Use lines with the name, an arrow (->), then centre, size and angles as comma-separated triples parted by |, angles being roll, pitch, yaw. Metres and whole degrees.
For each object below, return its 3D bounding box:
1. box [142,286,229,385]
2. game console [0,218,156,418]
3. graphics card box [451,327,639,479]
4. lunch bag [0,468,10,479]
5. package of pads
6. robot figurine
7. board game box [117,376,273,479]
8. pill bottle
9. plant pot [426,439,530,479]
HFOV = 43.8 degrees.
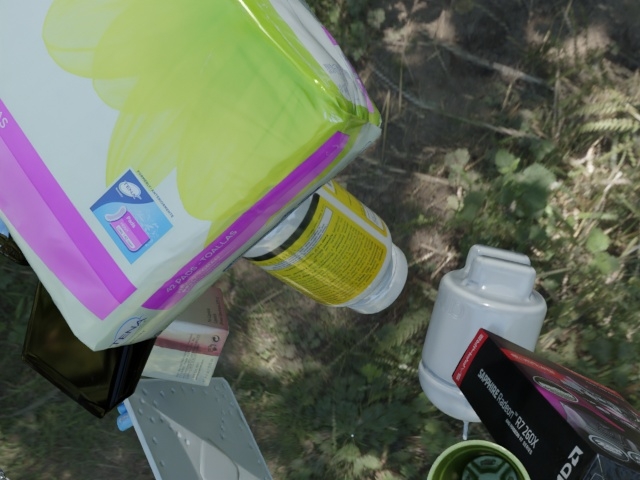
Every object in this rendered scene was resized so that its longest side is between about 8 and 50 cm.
box -> -0.293, 0.146, 1.391 | 0.233, 0.148, 0.126 | 14, 113, -20
game console -> -0.258, -0.010, 0.708 | 0.361, 0.044, 0.213 | 23, 102, 36
graphics card box -> 0.314, 0.239, 0.930 | 0.233, 0.371, 0.094 | 26, 100, -10
lunch bag -> -0.505, 0.306, 0.945 | 0.304, 0.243, 0.114 | 6, 46, 8
package of pads -> -0.128, -0.116, 0.506 | 0.229, 0.101, 0.296 | -41, 79, 17
robot figurine -> 0.301, 0.190, 1.501 | 0.200, 0.300, 0.353 | 13, 106, 6
board game box -> -0.203, 0.438, 1.469 | 0.050, 0.390, 0.389 | -33, 72, 13
pill bottle -> 0.000, 0.000, 1.346 | 0.188, 0.334, 0.187 | -23, 51, 31
plant pot -> 0.136, 0.205, 0.656 | 0.083, 0.079, 0.083 | -4, 78, 19
